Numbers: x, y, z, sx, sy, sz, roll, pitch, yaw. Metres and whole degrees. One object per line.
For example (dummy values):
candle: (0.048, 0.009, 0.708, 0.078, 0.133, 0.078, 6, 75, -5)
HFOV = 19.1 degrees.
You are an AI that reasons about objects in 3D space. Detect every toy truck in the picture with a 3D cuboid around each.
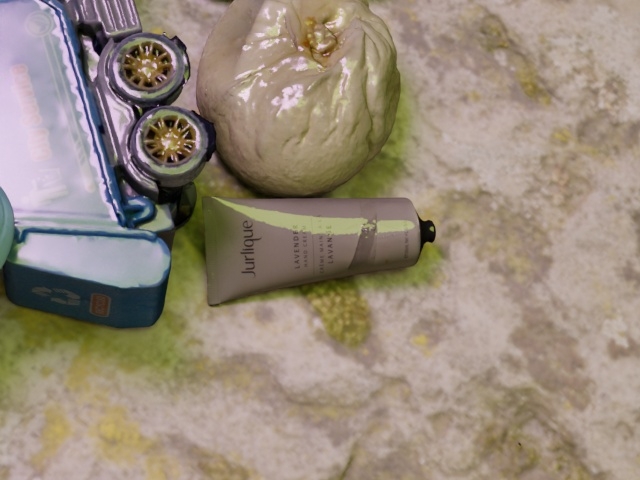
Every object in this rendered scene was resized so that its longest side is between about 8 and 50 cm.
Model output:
toy truck: (-0.191, -0.116, 1.445, 0.175, 0.146, 0.367, -13, 73, -13)

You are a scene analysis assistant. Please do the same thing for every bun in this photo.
bun: (-0.014, -0.129, 1.508, 0.164, 0.111, 0.188, 29, 69, 2)

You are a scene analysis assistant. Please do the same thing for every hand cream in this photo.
hand cream: (0.000, 0.000, 1.493, 0.186, 0.054, 0.087, -6, 102, -13)

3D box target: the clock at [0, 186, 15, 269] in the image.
clock: (-0.363, 0.018, 1.333, 0.223, 0.094, 0.274, 37, 88, 26)
